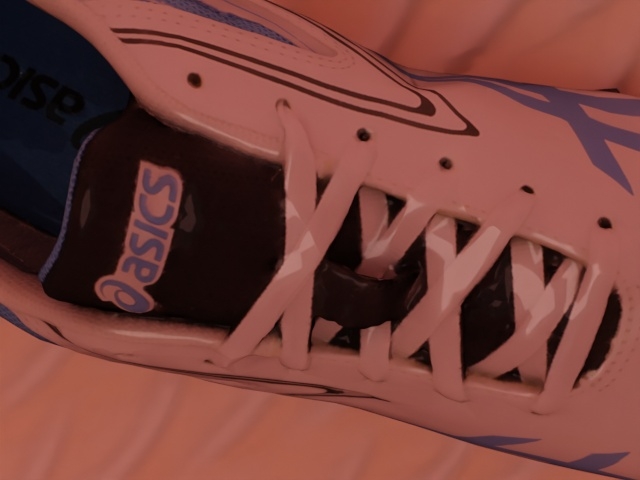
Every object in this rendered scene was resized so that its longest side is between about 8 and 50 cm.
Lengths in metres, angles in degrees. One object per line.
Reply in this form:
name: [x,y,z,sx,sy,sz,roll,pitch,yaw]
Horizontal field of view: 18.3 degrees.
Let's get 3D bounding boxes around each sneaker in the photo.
sneaker: [0.000,0.000,0.373,0.237,0.086,0.085,18,116,2]
